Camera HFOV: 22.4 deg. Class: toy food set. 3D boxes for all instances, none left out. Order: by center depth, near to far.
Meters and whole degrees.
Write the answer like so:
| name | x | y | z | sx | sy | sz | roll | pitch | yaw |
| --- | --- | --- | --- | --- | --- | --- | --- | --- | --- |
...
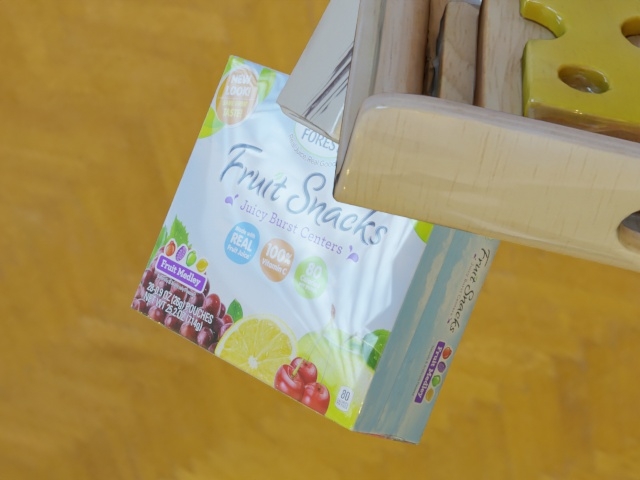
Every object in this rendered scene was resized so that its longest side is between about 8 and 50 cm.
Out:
| name | x | y | z | sx | sy | sz | roll | pitch | yaw |
| --- | --- | --- | --- | --- | --- | --- | --- | --- | --- |
| toy food set | 0.127 | -0.090 | 0.525 | 0.220 | 0.306 | 0.092 | 12 | 126 | -2 |

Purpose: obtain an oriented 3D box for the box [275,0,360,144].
| name | x | y | z | sx | sy | sz | roll | pitch | yaw |
| --- | --- | --- | --- | --- | --- | --- | --- | --- | --- |
| box | 0.097 | -0.153 | 0.752 | 0.113 | 0.275 | 0.094 | 25 | -175 | -22 |

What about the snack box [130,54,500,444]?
| name | x | y | z | sx | sy | sz | roll | pitch | yaw |
| --- | --- | --- | --- | --- | --- | --- | --- | --- | --- |
| snack box | 0.000 | 0.000 | 0.957 | 0.207 | 0.174 | 0.070 | 25 | -176 | 42 |
